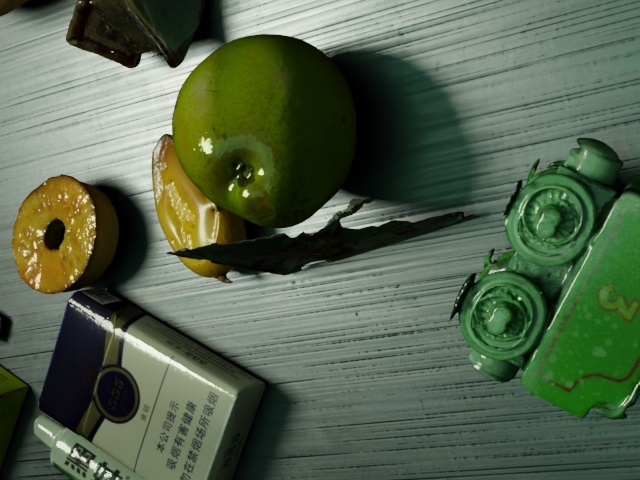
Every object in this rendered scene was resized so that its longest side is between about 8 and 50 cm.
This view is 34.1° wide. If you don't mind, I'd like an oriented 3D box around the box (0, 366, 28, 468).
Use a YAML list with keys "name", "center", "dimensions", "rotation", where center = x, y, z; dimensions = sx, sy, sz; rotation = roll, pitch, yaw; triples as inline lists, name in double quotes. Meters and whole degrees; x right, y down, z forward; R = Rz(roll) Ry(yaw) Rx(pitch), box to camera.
- name: "box"
  center: [-0.526, 0.210, 1.403]
  dimensions: [0.260, 0.062, 0.175]
  rotation: [30, 109, 22]

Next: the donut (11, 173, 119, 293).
- name: "donut"
  center: [-0.304, -0.005, 1.258]
  dimensions: [0.152, 0.058, 0.152]
  rotation: [-4, 83, 33]

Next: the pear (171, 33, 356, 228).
- name: "pear"
  center: [-0.056, -0.104, 1.033]
  dimensions: [0.187, 0.219, 0.187]
  rotation: [6, 135, 6]

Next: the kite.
- name: "kite"
  center: [0.000, 0.000, 1.040]
  dimensions: [0.268, 0.323, 0.013]
  rotation: [135, 125, -69]

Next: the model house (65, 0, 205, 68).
- name: "model house"
  center: [-0.215, -0.281, 1.179]
  dimensions: [0.152, 0.106, 0.165]
  rotation: [-4, 58, 39]

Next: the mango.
- name: "mango"
  center: [-0.139, -0.035, 1.177]
  dimensions: [0.101, 0.066, 0.187]
  rotation: [-40, 72, 33]

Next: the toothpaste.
- name: "toothpaste"
  center: [-0.195, 0.319, 1.246]
  dimensions: [0.392, 0.061, 0.098]
  rotation: [29, 95, 20]

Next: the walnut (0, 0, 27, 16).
- name: "walnut"
  center: [-0.403, -0.359, 1.208]
  dimensions: [0.222, 0.195, 0.195]
  rotation: [-24, 85, 26]

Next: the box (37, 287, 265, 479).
- name: "box"
  center: [-0.205, 0.183, 1.230]
  dimensions: [0.259, 0.071, 0.168]
  rotation: [26, 107, 22]

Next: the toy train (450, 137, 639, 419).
- name: "toy train"
  center: [0.240, 0.038, 0.958]
  dimensions: [0.188, 0.132, 0.243]
  rotation: [29, 108, 13]
